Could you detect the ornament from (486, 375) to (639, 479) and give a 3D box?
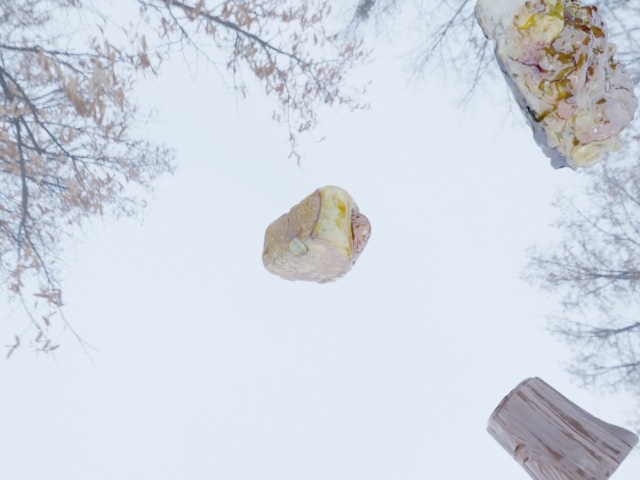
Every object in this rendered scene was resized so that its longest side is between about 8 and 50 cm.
[{"bbox_3d":[0.503,0.430,0.894,0.235,0.221,0.217,-39,-131,-11],"label":"ornament"}]

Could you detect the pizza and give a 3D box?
[{"bbox_3d":[0.352,-0.244,0.592,0.408,0.114,0.278,13,-113,-35],"label":"pizza"}]

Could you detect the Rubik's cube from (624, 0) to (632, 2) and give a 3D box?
[{"bbox_3d":[0.452,-0.479,0.433,0.256,0.253,0.259,-23,-94,13],"label":"Rubik's cube"}]

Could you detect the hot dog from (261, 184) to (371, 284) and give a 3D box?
[{"bbox_3d":[0.000,0.000,0.823,0.153,0.256,0.150,22,-121,-28],"label":"hot dog"}]
